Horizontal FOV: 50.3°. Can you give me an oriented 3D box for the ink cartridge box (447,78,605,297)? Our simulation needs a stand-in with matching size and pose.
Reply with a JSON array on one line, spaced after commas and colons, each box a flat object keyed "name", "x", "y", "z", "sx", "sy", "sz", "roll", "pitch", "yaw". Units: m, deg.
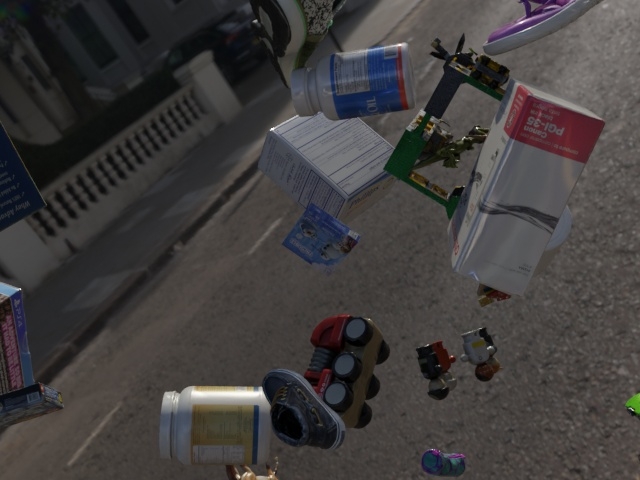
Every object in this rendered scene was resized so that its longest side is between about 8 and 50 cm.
[{"name": "ink cartridge box", "x": 0.300, "y": -0.086, "z": 1.046, "sx": 0.207, "sy": 0.117, "sz": 0.283, "roll": -69, "pitch": -2, "yaw": -69}]

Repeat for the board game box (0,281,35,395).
[{"name": "board game box", "x": -0.642, "y": 0.226, "z": 1.135, "sx": 0.141, "sy": 0.232, "sz": 0.291, "roll": 16, "pitch": 32, "yaw": 15}]

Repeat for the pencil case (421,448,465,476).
[{"name": "pencil case", "x": 0.340, "y": 0.612, "z": 1.873, "sx": 0.064, "sy": 0.151, "sz": 0.070, "roll": 36, "pitch": 96, "yaw": 41}]

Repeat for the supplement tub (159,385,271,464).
[{"name": "supplement tub", "x": -0.195, "y": 0.349, "z": 1.287, "sx": 0.199, "sy": 0.144, "sz": 0.144, "roll": 2, "pitch": 20, "yaw": -6}]

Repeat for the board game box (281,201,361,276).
[{"name": "board game box", "x": 0.000, "y": 0.000, "z": 1.026, "sx": 0.090, "sy": 0.090, "sz": 0.020, "roll": -52, "pitch": 5, "yaw": 41}]

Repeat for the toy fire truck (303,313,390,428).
[{"name": "toy fire truck", "x": 0.006, "y": 0.276, "z": 1.442, "sx": 0.246, "sy": 0.158, "sz": 0.217, "roll": 0, "pitch": 58, "yaw": 33}]

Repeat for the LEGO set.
[{"name": "LEGO set", "x": 0.283, "y": -0.216, "z": 1.341, "sx": 0.192, "sy": 0.255, "sz": 0.331, "roll": -53, "pitch": -15, "yaw": -59}]

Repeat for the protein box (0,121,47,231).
[{"name": "protein box", "x": -0.487, "y": -0.084, "z": 0.818, "sx": 0.136, "sy": 0.201, "sz": 0.200, "roll": 6, "pitch": 35, "yaw": 44}]

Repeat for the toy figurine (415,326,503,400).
[{"name": "toy figurine", "x": 0.379, "y": 0.334, "z": 1.851, "sx": 0.209, "sy": 0.148, "sz": 0.213, "roll": -20, "pitch": -11, "yaw": 16}]

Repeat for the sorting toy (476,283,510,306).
[{"name": "sorting toy", "x": 0.569, "y": 0.140, "z": 2.142, "sx": 0.132, "sy": 0.274, "sz": 0.046, "roll": -11, "pitch": 52, "yaw": -9}]

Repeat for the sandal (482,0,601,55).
[{"name": "sandal", "x": 0.419, "y": -0.442, "z": 1.205, "sx": 0.416, "sy": 0.102, "sz": 0.169, "roll": -35, "pitch": 14, "yaw": -28}]

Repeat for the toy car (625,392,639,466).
[{"name": "toy car", "x": 0.759, "y": 0.401, "z": 1.494, "sx": 0.239, "sy": 0.053, "sz": 0.225, "roll": -38, "pitch": 11, "yaw": -1}]

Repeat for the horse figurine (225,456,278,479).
[{"name": "horse figurine", "x": -0.193, "y": 0.719, "z": 2.071, "sx": 0.066, "sy": 0.263, "sz": 0.174, "roll": -43, "pitch": 40, "yaw": 30}]

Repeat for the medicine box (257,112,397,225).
[{"name": "medicine box", "x": 0.030, "y": -0.208, "z": 1.826, "sx": 0.263, "sy": 0.289, "sz": 0.149, "roll": -35, "pitch": -18, "yaw": -38}]

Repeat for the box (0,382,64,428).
[{"name": "box", "x": -0.422, "y": 0.227, "z": 0.899, "sx": 0.137, "sy": 0.027, "sz": 0.094, "roll": -17, "pitch": -18, "yaw": -10}]

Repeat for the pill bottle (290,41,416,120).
[{"name": "pill bottle", "x": 0.062, "y": -0.291, "z": 1.273, "sx": 0.221, "sy": 0.124, "sz": 0.124, "roll": -6, "pitch": 27, "yaw": 14}]

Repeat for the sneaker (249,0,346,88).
[{"name": "sneaker", "x": -0.026, "y": -0.419, "z": 1.327, "sx": 0.182, "sy": 0.158, "sz": 0.410, "roll": -29, "pitch": 5, "yaw": -3}]

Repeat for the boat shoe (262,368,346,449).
[{"name": "boat shoe", "x": -0.047, "y": 0.234, "z": 0.976, "sx": 0.183, "sy": 0.083, "sz": 0.065, "roll": 27, "pitch": 97, "yaw": 48}]

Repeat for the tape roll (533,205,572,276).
[{"name": "tape roll", "x": 0.584, "y": -0.032, "z": 1.988, "sx": 0.246, "sy": 0.246, "sz": 0.169, "roll": -42, "pitch": -22, "yaw": -23}]
